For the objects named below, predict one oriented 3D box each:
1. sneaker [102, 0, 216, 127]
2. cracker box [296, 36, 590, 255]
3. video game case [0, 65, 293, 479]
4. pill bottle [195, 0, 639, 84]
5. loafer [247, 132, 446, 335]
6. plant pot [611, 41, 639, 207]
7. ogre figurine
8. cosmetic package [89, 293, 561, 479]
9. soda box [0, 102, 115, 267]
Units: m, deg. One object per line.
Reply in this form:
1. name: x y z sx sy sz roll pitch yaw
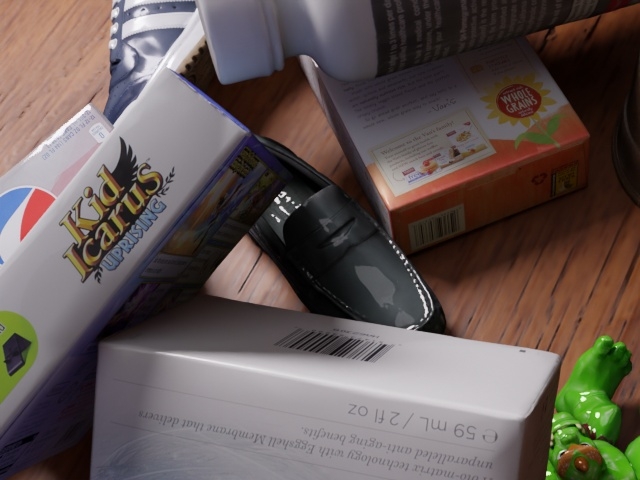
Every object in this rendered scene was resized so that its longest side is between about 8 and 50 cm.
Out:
1. sneaker: -0.143 -0.196 1.024 0.153 0.099 0.282 27 80 4
2. cracker box: 0.084 -0.114 0.988 0.155 0.067 0.232 -21 55 -5
3. video game case: -0.124 0.027 0.770 0.061 0.269 0.244 40 90 4
4. pill bottle: 0.065 -0.212 0.909 0.318 0.176 0.176 -16 54 -4
5. loafer: 0.000 0.000 0.918 0.076 0.078 0.223 -38 57 -15
6. plant pot: 0.286 -0.115 0.888 0.167 0.165 0.167 -5 54 7
7. ogre figurine: 0.153 0.130 0.794 0.197 0.097 0.118 -6 35 -11
8. cosmetic package: -0.001 0.165 0.703 0.224 0.138 0.225 8 101 17
9. soda box: -0.227 0.026 0.902 0.263 0.092 0.083 -42 84 -5
